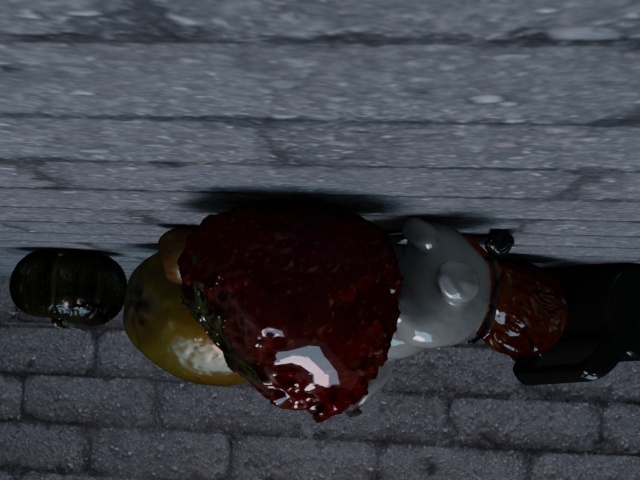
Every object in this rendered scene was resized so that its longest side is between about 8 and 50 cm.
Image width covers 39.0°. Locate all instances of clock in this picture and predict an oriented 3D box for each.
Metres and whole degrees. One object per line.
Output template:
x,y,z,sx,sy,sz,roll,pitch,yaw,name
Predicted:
0.216,0.040,1.301,0.113,0.061,0.155,46,-176,10,clock

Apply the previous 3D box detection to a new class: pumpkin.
-0.510,0.102,1.841,0.238,0.159,0.238,6,178,0,pumpkin

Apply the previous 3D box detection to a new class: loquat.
-0.211,0.138,1.651,0.284,0.276,0.276,9,172,-30,loquat

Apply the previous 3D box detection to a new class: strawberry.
-0.022,0.059,1.009,0.220,0.274,0.274,-35,-175,-15,strawberry

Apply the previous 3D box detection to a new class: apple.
-0.191,0.020,1.278,0.071,0.084,0.084,-14,178,-11,apple

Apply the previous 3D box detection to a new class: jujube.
0.339,0.114,1.619,0.190,0.190,0.255,-1,165,33,jujube

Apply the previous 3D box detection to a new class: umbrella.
0.241,0.005,1.227,0.036,0.031,0.133,36,-179,10,umbrella

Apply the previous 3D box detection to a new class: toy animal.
0.108,0.092,1.167,0.154,0.208,0.325,17,136,-9,toy animal

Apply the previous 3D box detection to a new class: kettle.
0.496,0.153,1.753,0.262,0.203,0.308,-12,179,-27,kettle

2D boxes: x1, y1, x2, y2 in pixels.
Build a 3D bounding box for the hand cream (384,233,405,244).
0.000,0.000,1.202,0.256,0.055,0.088,-3,173,-36,hand cream
